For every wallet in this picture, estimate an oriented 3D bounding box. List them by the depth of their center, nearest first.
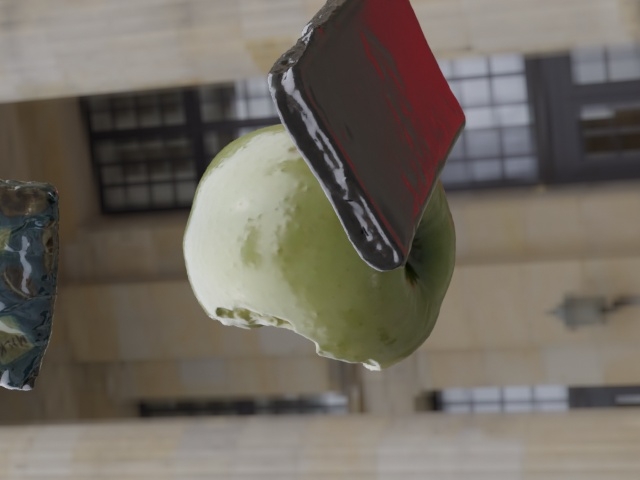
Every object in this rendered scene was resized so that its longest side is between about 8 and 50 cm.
[{"bbox_3d":[0.040,-0.099,1.446,0.165,0.042,0.309,59,-157,-13],"label":"wallet"}]

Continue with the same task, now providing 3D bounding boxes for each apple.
[{"bbox_3d":[0.000,0.000,1.957,0.279,0.279,0.279,-3,-90,-67],"label":"apple"}]

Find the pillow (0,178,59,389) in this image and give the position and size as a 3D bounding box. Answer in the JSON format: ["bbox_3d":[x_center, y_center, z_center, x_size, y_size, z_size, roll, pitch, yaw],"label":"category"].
[{"bbox_3d":[-0.317,0.027,1.427,0.034,0.255,0.189,-105,23,-57],"label":"pillow"}]
